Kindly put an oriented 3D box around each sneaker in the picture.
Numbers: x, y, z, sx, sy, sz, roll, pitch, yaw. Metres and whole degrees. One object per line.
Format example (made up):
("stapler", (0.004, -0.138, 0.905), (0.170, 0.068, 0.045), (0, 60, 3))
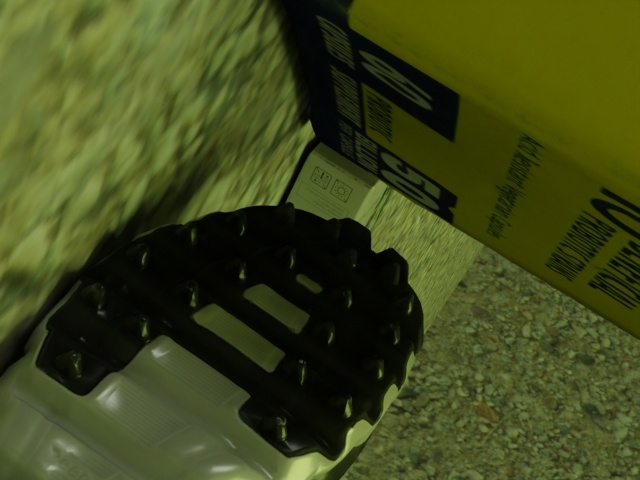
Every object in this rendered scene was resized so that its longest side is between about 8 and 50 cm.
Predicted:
("sneaker", (-0.058, 0.074, 0.360), (0.234, 0.078, 0.106), (-45, 169, -46))

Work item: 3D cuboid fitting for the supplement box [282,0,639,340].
("supplement box", (0.188, -0.035, 0.410), (0.195, 0.356, 0.194), (-57, 172, -5))

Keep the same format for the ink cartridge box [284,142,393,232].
("ink cartridge box", (0.000, 0.000, 0.594), (0.063, 0.029, 0.115), (-49, 169, -52))
